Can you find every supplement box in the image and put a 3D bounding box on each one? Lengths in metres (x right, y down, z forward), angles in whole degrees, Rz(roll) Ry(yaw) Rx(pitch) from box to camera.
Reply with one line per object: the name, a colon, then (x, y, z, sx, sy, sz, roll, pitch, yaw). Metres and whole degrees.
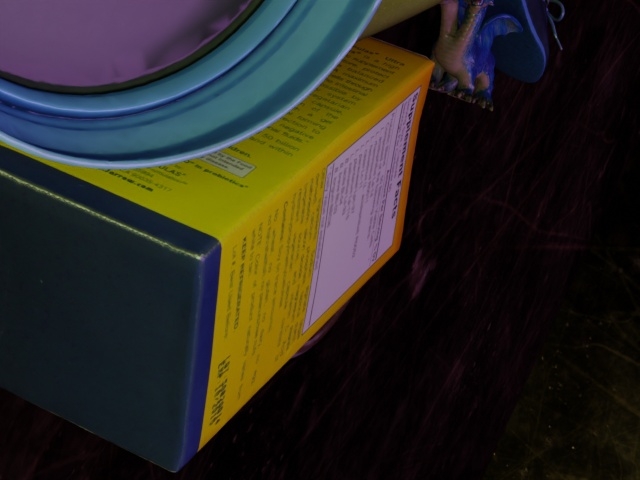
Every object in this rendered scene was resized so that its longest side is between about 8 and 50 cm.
supplement box: (-0.086, -0.024, 1.228, 0.356, 0.195, 0.194, -42, 149, -49)

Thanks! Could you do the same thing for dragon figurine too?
dragon figurine: (0.180, -0.234, 1.866, 0.289, 0.085, 0.144, 5, 107, -69)

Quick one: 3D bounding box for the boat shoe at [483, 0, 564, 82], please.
boat shoe: (0.253, -0.289, 1.975, 0.258, 0.109, 0.089, 74, 39, -64)

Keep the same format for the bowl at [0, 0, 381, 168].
bowl: (-0.103, -0.236, 0.901, 0.391, 0.077, 0.391, -16, 117, -35)

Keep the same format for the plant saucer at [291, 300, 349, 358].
plant saucer: (0.000, 0.000, 1.706, 0.310, 0.050, 0.310, -54, 158, -35)

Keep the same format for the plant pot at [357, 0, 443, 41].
plant pot: (-0.004, -0.248, 1.154, 0.293, 0.275, 0.275, -43, 153, -19)
